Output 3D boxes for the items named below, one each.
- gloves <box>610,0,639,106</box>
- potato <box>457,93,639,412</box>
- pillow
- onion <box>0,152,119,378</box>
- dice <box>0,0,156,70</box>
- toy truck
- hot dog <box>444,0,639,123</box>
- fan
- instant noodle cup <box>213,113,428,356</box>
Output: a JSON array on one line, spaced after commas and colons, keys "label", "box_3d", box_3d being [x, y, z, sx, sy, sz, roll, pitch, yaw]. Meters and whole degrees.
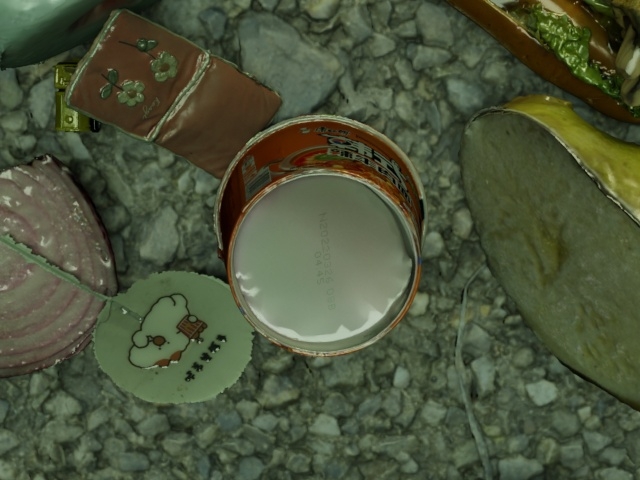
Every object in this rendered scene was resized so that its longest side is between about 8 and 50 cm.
[{"label": "gloves", "box_3d": [0.409, -0.273, 1.053, 0.356, 0.155, 0.203, -43, 83, -14]}, {"label": "potato", "box_3d": [0.379, -0.014, 1.141, 0.296, 0.290, 0.397, -26, 57, -21]}, {"label": "pillow", "box_3d": [-0.156, -0.157, 1.149, 0.232, 0.043, 0.126, 25, 109, -38]}, {"label": "onion", "box_3d": [-0.360, 0.028, 1.216, 0.250, 0.111, 0.247, -25, 120, -4]}, {"label": "dice", "box_3d": [-0.273, -0.348, 1.060, 0.268, 0.264, 0.262, -29, 97, 8]}, {"label": "toy truck", "box_3d": [-0.277, -0.164, 1.197, 0.049, 0.054, 0.083, 3, 99, 2]}, {"label": "hot dog", "box_3d": [0.264, -0.243, 1.137, 0.337, 0.100, 0.135, 37, 99, -4]}, {"label": "fan", "box_3d": [-0.222, 0.079, 1.208, 0.329, 0.009, 0.191, 32, 111, -22]}, {"label": "instant noodle cup", "box_3d": [0.000, 0.000, 1.133, 0.250, 0.192, 0.250, 0, 104, 0]}]
